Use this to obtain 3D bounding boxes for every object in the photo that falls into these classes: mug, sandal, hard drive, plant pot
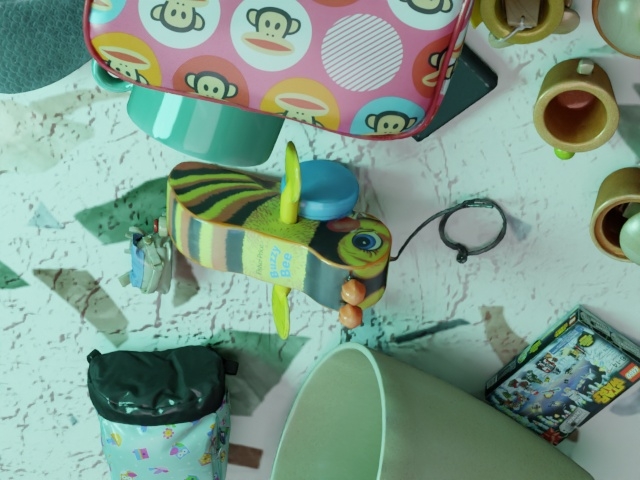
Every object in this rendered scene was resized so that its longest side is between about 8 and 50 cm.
[{"bbox_3d":[-0.099,-0.136,1.579,0.158,0.129,0.097,8,115,-32],"label":"mug"},{"bbox_3d":[-0.213,-0.200,1.614,0.255,0.054,0.097,-21,129,11],"label":"sandal"},{"bbox_3d":[0.074,-0.154,1.616,0.094,0.022,0.135,-35,115,29],"label":"hard drive"},{"bbox_3d":[0.121,0.254,1.803,0.274,0.256,0.256,16,129,-22],"label":"plant pot"}]

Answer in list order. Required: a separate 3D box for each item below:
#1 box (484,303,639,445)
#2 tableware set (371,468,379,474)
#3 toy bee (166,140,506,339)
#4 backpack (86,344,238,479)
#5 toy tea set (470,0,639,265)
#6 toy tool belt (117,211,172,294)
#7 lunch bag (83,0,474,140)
[{"bbox_3d":[0.237,0.131,1.805,0.094,0.027,0.137,34,124,-17],"label":"box"},{"bbox_3d":[0.071,0.283,1.950,0.141,0.020,0.168,26,125,-12],"label":"tableware set"},{"bbox_3d":[0.000,0.000,1.659,0.298,0.162,0.195,-10,123,16],"label":"toy bee"},{"bbox_3d":[-0.157,0.197,1.860,0.152,0.115,0.182,1,130,5],"label":"backpack"},{"bbox_3d":[0.259,-0.110,1.557,0.200,0.124,0.336,-18,122,21],"label":"toy tea set"},{"bbox_3d":[-0.165,0.012,1.760,0.051,0.052,0.083,2,127,-4],"label":"toy tool belt"},{"bbox_3d":[-0.023,-0.222,1.407,0.293,0.120,0.258,15,128,-2],"label":"lunch bag"}]
